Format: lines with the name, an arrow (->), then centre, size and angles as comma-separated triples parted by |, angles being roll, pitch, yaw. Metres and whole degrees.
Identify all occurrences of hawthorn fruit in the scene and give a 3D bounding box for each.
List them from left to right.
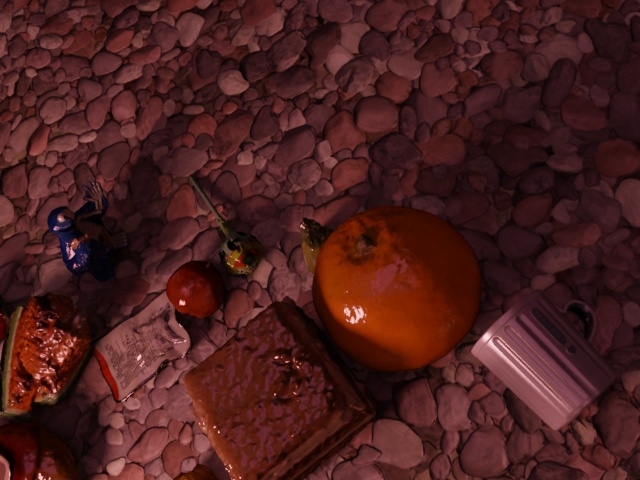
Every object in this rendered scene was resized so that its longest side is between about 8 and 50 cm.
hawthorn fruit -> -0.262, 0.096, 1.502 | 0.125, 0.140, 0.125 | -1, 28, 0

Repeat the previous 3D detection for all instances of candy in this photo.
candy -> -0.226, -0.043, 1.581 | 0.091, 0.083, 0.305 | -22, 55, -25

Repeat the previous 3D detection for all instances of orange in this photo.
orange -> 0.135, 0.083, 1.309 | 0.312, 0.312, 0.312 | -5, 70, 14

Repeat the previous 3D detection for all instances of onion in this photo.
onion -> -0.755, 0.174, 1.621 | 0.118, 0.118, 0.117 | -41, 38, -1

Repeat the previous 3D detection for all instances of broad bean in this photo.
broad bean -> -0.591, 0.462, 1.471 | 0.228, 0.122, 0.156 | 35, 82, 27

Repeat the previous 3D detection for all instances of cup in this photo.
cup -> 0.413, 0.194, 1.267 | 0.221, 0.167, 0.202 | -42, 69, 0

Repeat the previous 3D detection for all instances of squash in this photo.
squash -> -0.004, 0.006, 1.462 | 0.105, 0.132, 0.105 | -6, 68, 14

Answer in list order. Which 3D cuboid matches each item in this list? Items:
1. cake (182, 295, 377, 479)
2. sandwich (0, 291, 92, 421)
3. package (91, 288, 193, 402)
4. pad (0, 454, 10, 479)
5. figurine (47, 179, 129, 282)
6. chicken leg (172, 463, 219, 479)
cake -> -0.074, 0.287, 1.304 | 0.282, 0.290, 0.256 | -40, 65, 2
sandwich -> -0.560, 0.224, 1.520 | 0.301, 0.162, 0.250 | -37, 50, 39
package -> -0.377, 0.223, 1.544 | 0.232, 0.040, 0.166 | -38, 63, 9
pad -> -0.706, 0.530, 1.471 | 0.176, 0.002, 0.266 | 21, 105, 26
figurine -> -0.516, -0.008, 1.548 | 0.120, 0.262, 0.164 | 9, 59, 11
chicken leg -> -0.243, 0.555, 1.365 | 0.107, 0.087, 0.252 | -4, 75, 6
